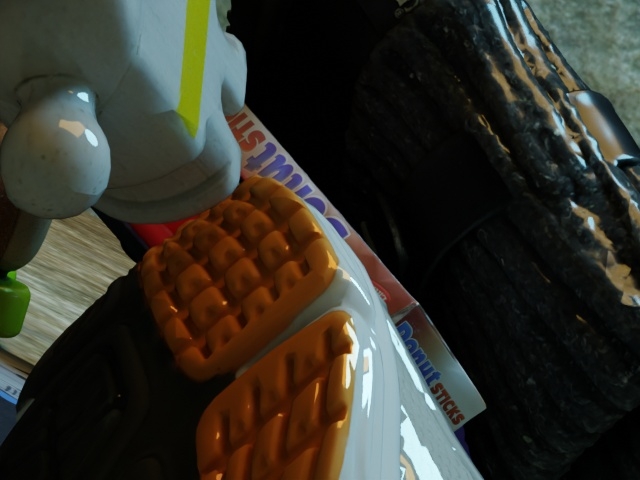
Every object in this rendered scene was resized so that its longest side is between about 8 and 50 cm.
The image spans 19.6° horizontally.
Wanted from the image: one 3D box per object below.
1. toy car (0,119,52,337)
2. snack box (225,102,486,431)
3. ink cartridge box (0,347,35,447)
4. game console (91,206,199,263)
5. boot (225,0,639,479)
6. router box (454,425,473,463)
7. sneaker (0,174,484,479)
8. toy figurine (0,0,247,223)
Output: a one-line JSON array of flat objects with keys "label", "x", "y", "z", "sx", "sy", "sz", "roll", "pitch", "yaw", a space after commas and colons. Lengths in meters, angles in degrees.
[{"label": "toy car", "x": -0.240, "y": -0.050, "z": 1.023, "sx": 0.188, "sy": 0.155, "sz": 0.149, "roll": 16, "pitch": 3, "yaw": -17}, {"label": "snack box", "x": 0.000, "y": 0.000, "z": 0.694, "sx": 0.178, "sy": 0.022, "sz": 0.064, "roll": 50, "pitch": -4, "yaw": 48}, {"label": "ink cartridge box", "x": -0.021, "y": 0.106, "z": 0.497, "sx": 0.333, "sy": 0.065, "sz": 0.165, "roll": 27, "pitch": 0, "yaw": 9}, {"label": "game console", "x": -0.044, "y": 0.012, "z": 0.760, "sx": 0.342, "sy": 0.060, "sz": 0.386, "roll": 52, "pitch": -1, "yaw": 20}, {"label": "boot", "x": 0.067, "y": 0.004, "z": 0.820, "sx": 0.260, "sy": 0.131, "sz": 0.348, "roll": 56, "pitch": -6, "yaw": 16}, {"label": "router box", "x": 0.190, "y": 0.191, "z": 1.054, "sx": 0.301, "sy": 0.082, "sz": 0.335, "roll": 26, "pitch": 1, "yaw": -23}, {"label": "sneaker", "x": 0.015, "y": 0.095, "z": 0.362, "sx": 0.121, "sy": 0.099, "sz": 0.262, "roll": 42, "pitch": 15, "yaw": -37}, {"label": "toy figurine", "x": -0.139, "y": -0.046, "z": 0.376, "sx": 0.209, "sy": 0.213, "sz": 0.148, "roll": 41, "pitch": -9, "yaw": 31}]
